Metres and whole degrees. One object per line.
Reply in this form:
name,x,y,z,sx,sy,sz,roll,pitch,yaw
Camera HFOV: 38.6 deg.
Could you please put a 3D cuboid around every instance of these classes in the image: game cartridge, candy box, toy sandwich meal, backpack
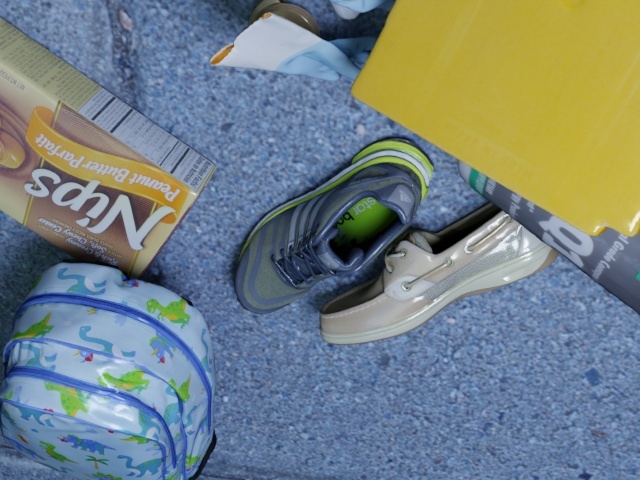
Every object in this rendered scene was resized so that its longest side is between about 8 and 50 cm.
game cartridge,0.215,-0.198,0.763,0.285,0.053,0.323,34,107,19
candy box,-0.308,-0.099,1.094,0.316,0.087,0.183,34,122,-10
toy sandwich meal,-0.040,-0.226,0.998,0.085,0.029,0.085,3,123,5
backpack,-0.258,0.175,1.114,0.290,0.273,0.355,22,131,0

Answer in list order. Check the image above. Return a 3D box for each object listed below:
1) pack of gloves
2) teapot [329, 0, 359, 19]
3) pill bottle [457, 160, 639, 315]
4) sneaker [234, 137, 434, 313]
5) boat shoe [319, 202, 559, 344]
pack of gloves,0.038,-0.200,0.885,0.195,0.232,0.046,-30,79,32
teapot,-0.045,-0.355,0.830,0.252,0.187,0.256,16,108,-5
pill bottle,0.327,-0.036,0.854,0.361,0.204,0.204,39,124,18
sneaker,0.000,0.000,1.066,0.111,0.121,0.300,43,120,-13
boat shoe,0.122,0.030,1.071,0.302,0.109,0.098,-24,107,18
